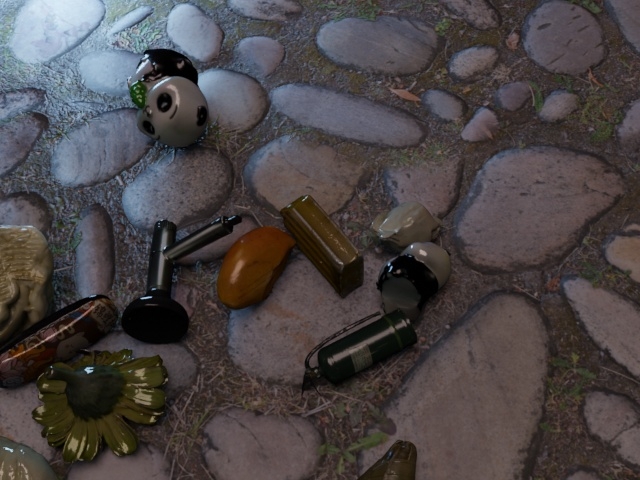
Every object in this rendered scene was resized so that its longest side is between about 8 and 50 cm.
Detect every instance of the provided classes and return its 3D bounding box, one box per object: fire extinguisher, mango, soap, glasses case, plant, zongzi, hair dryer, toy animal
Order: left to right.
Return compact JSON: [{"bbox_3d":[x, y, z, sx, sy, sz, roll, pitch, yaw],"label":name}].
[{"bbox_3d":[-0.625,0.235,1.867,0.321,0.122,0.082,-32,58,-15],"label":"glasses case"},{"bbox_3d":[-0.518,0.318,1.776,0.305,0.297,0.261,-40,31,-1],"label":"plant"},{"bbox_3d":[-0.422,-0.385,2.184,0.212,0.213,0.267,-15,52,-5],"label":"toy animal"},{"bbox_3d":[-0.336,0.049,1.891,0.155,0.284,0.321,27,49,-30],"label":"hair dryer"},{"bbox_3d":[-0.166,0.067,1.926,0.126,0.154,0.252,20,49,24],"label":"mango"},{"bbox_3d":[0.000,0.000,1.939,0.080,0.160,0.257,-32,62,-16],"label":"soap"},{"bbox_3d":[0.071,0.258,1.818,0.294,0.093,0.118,-26,102,-10],"label":"fire extinguisher"},{"bbox_3d":[0.113,0.495,1.684,0.176,0.079,0.160,2,52,15],"label":"zongzi"},{"bbox_3d":[0.222,0.084,1.887,0.138,0.166,0.179,40,56,10],"label":"toy animal"}]

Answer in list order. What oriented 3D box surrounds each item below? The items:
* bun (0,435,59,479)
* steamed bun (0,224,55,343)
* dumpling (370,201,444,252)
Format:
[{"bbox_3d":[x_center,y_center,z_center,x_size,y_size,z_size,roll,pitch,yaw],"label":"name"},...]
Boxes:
[{"bbox_3d":[-0.700,0.574,1.613,0.364,0.219,0.366,1,73,-4],"label":"bun"},{"bbox_3d":[-0.780,0.125,1.909,0.275,0.203,0.289,1,69,-12],"label":"steamed bun"},{"bbox_3d":[0.208,-0.038,1.979,0.199,0.119,0.136,-12,38,-35],"label":"dumpling"}]
